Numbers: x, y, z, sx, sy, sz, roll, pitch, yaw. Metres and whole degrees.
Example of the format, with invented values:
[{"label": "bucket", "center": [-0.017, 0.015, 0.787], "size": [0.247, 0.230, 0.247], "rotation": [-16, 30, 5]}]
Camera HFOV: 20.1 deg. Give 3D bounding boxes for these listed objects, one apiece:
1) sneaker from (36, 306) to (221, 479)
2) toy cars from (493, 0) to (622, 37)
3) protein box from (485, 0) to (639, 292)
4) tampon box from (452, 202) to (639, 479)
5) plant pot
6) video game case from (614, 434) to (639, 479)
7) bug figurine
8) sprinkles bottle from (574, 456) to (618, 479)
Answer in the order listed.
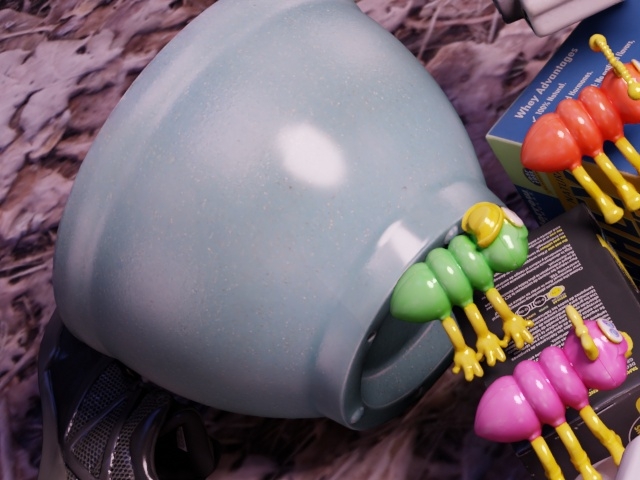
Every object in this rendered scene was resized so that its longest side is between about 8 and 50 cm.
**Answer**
[{"label": "sneaker", "center": [-0.133, 0.120, 1.278], "size": [0.130, 0.087, 0.227], "rotation": [-22, 42, 14]}, {"label": "toy cars", "center": [0.228, -0.163, 1.077], "size": [0.393, 0.087, 0.176], "rotation": [9, 46, 46]}, {"label": "protein box", "center": [0.257, -0.071, 1.134], "size": [0.201, 0.136, 0.200], "rotation": [20, 64, 48]}, {"label": "tampon box", "center": [0.158, 0.083, 1.057], "size": [0.101, 0.120, 0.161], "rotation": [-30, 38, 8]}, {"label": "plant pot", "center": [0.000, 0.000, 1.173], "size": [0.196, 0.293, 0.293], "rotation": [34, 72, 24]}, {"label": "video game case", "center": [0.213, 0.209, 0.821], "size": [0.193, 0.212, 0.023], "rotation": [-62, 1, -43]}, {"label": "bug figurine", "center": [0.150, 0.012, 0.967], "size": [0.216, 0.072, 0.279], "rotation": [-38, 39, 4]}, {"label": "sprinkles bottle", "center": [0.165, 0.271, 0.850], "size": [0.121, 0.121, 0.355], "rotation": [-15, 42, 25]}]
